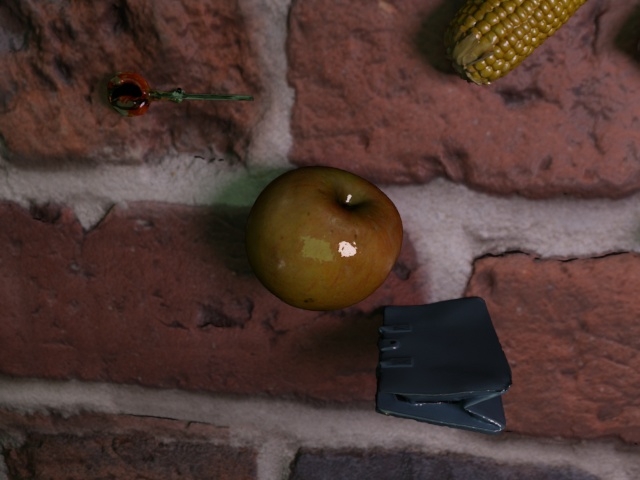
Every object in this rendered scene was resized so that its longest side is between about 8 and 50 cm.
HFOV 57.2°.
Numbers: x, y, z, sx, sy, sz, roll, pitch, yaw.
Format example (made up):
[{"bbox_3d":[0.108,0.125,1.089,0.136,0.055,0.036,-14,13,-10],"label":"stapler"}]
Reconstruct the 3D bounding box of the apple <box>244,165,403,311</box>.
[{"bbox_3d":[0.000,0.000,0.700,0.182,0.182,0.155,29,128,-1],"label":"apple"}]

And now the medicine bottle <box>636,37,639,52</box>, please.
[{"bbox_3d":[0.409,-0.196,0.614,0.130,0.080,0.080,30,110,-1],"label":"medicine bottle"}]

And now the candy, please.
[{"bbox_3d":[-0.176,-0.181,0.739,0.184,0.049,0.056,1,115,0],"label":"candy"}]

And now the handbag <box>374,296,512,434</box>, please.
[{"bbox_3d":[0.137,0.136,0.692,0.144,0.221,0.057,0,110,7],"label":"handbag"}]

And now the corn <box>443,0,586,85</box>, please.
[{"bbox_3d":[0.240,-0.272,0.611,0.260,0.091,0.091,-41,57,18],"label":"corn"}]
